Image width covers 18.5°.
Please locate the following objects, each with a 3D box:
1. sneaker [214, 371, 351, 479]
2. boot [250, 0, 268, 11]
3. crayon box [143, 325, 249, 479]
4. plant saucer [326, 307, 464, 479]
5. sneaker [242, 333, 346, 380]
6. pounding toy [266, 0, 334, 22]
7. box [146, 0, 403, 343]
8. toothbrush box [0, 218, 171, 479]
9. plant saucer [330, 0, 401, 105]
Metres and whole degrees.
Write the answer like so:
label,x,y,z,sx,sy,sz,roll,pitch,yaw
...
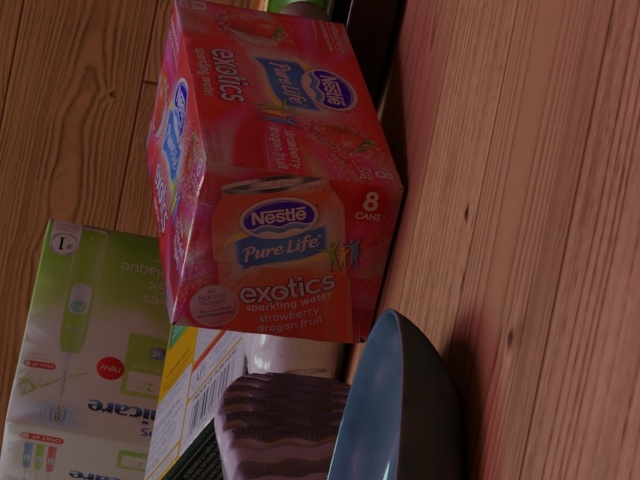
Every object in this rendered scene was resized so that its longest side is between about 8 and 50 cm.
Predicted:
label,x,y,z,sx,sy,sz,roll,pitch,yaw
sneaker,-0.028,0.184,1.339,0.281,0.105,0.115,-82,-1,-63
boot,-0.039,-0.178,2.423,0.211,0.104,0.295,-94,10,-53
crayon box,-0.076,0.094,1.905,0.203,0.083,0.323,-50,23,38
plant saucer,0.027,0.195,1.037,0.317,0.044,0.317,-169,90,-86
sneaker,-0.020,0.133,1.595,0.095,0.090,0.235,-104,19,-49
pounding toy,-0.043,-0.242,1.873,0.183,0.110,0.236,107,172,-57
box,-0.043,-0.060,1.534,0.300,0.154,0.142,-104,25,-59
toothbrush box,-0.224,0.134,2.157,0.122,0.206,0.283,107,172,-51
plant saucer,0.041,-0.230,1.791,0.310,0.050,0.310,-169,90,-86
